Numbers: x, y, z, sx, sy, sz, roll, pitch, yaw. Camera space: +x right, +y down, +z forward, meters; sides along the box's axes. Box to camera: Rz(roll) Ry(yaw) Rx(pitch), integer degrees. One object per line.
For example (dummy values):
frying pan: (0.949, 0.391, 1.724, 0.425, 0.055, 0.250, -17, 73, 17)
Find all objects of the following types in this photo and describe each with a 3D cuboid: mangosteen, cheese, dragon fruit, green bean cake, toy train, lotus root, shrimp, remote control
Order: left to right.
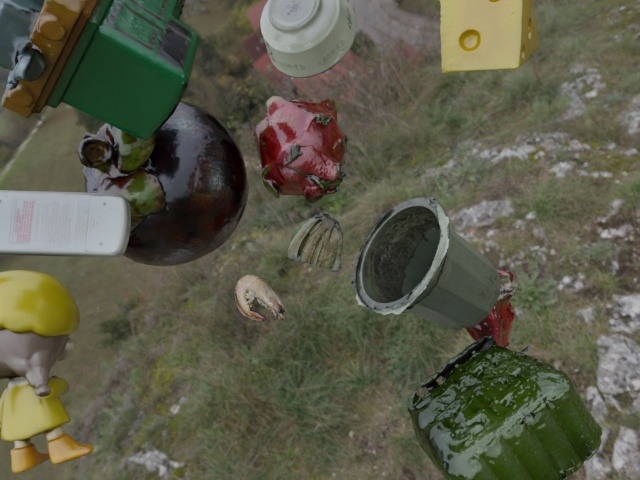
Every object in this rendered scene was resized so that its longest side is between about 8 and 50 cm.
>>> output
remote control: (-0.348, -0.022, 0.779, 0.190, 0.029, 0.087, 1, 82, 2)
toy train: (-0.278, -0.301, 0.760, 0.178, 0.249, 0.429, -42, 33, 36)
mangosteen: (-0.301, -0.103, 1.042, 0.306, 0.360, 0.305, 2, 94, 36)
shrimp: (-0.202, 0.206, 1.928, 0.236, 0.053, 0.133, 38, 86, 30)
dragon fruit: (-0.023, -0.175, 1.122, 0.198, 0.200, 0.269, -46, -3, 13)
lotus root: (0.002, 0.000, 1.545, 0.070, 0.143, 0.144, -77, 10, -74)
cheese: (0.193, -0.293, 0.681, 0.093, 0.171, 0.126, 2, 28, 31)
dragon fruit: (0.440, 0.152, 1.518, 0.134, 0.211, 0.262, -24, 69, -21)
green bean cake: (0.377, 0.383, 1.260, 0.335, 0.218, 0.319, -38, 11, -9)

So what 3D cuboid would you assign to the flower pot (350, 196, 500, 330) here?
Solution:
flower pot: (0.249, 0.078, 1.324, 0.290, 0.259, 0.290, -36, 38, 35)

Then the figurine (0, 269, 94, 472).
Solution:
figurine: (-0.506, 0.220, 1.014, 0.215, 0.343, 0.187, -16, 1, -5)

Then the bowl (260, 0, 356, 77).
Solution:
bowl: (-0.042, -0.522, 1.392, 0.238, 0.126, 0.237, -5, 74, 17)
